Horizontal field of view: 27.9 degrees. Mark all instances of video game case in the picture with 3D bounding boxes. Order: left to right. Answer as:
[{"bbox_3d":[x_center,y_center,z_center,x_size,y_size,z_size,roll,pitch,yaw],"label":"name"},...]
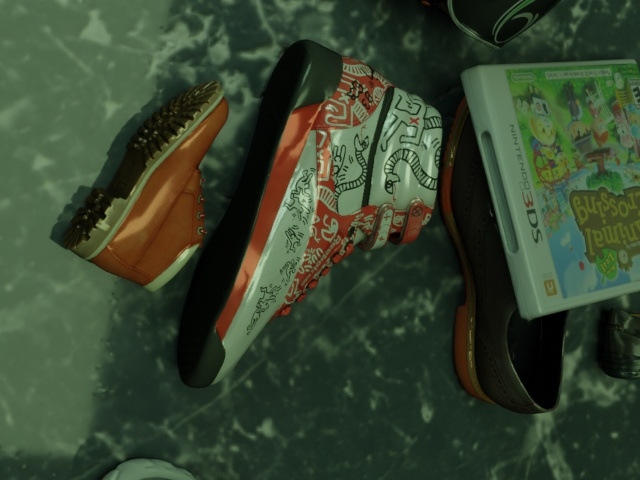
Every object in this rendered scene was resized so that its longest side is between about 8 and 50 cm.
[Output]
[{"bbox_3d":[0.209,-0.048,1.023,0.212,0.023,0.193,-9,84,-43],"label":"video game case"}]

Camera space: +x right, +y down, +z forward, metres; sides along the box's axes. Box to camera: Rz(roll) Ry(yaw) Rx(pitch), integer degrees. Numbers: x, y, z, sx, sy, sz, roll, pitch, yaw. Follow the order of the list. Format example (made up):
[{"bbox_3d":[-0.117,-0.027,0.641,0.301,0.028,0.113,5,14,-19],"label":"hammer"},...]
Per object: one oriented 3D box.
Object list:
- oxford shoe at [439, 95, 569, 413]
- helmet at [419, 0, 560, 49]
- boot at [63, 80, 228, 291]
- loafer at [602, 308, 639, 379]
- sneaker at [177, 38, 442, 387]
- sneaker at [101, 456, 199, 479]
[{"bbox_3d":[0.162,0.006,1.031,0.097,0.098,0.271,-11,102,-23],"label":"oxford shoe"},{"bbox_3d":[0.125,-0.239,0.942,0.169,0.169,0.161,28,104,-26],"label":"helmet"},{"bbox_3d":[-0.105,-0.038,0.927,0.084,0.059,0.158,37,90,-28],"label":"boot"},{"bbox_3d":[0.327,0.080,1.143,0.170,0.062,0.061,-8,96,-25],"label":"loafer"},{"bbox_3d":[0.001,-0.001,0.960,0.145,0.090,0.270,22,85,-24],"label":"sneaker"},{"bbox_3d":[-0.041,0.247,0.960,0.262,0.121,0.099,21,89,-26],"label":"sneaker"}]
